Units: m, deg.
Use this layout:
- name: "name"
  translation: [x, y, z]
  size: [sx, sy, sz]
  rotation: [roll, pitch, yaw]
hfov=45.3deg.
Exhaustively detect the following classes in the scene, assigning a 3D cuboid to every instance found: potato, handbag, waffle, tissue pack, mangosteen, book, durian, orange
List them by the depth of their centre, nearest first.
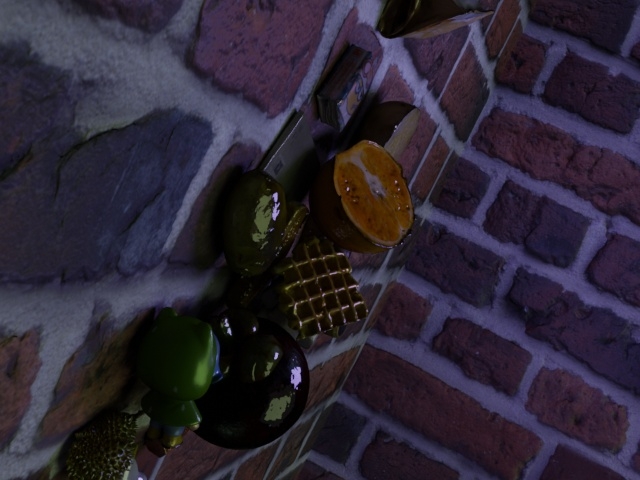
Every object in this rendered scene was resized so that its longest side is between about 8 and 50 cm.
- name: "durian"
  translation: [-0.382, 0.386, 1.427]
  size: [0.208, 0.102, 0.147]
  rotation: [-46, 152, -57]
- name: "potato"
  translation: [-0.129, -0.032, 1.502]
  size: [0.149, 0.113, 0.251]
  rotation: [-34, 152, -43]
- name: "mangosteen"
  translation: [-0.167, 0.279, 1.623]
  size: [0.300, 0.300, 0.300]
  rotation: [-55, 163, -25]
- name: "book"
  translation: [-0.074, -0.137, 1.672]
  size: [0.215, 0.025, 0.283]
  rotation: [-56, 164, -15]
- name: "waffle"
  translation: [-0.014, 0.093, 1.682]
  size: [0.229, 0.219, 0.057]
  rotation: [-11, 169, -44]
- name: "tissue pack"
  translation: [0.057, -0.334, 1.685]
  size: [0.155, 0.065, 0.115]
  rotation: [-57, 165, -18]
- name: "orange"
  translation: [0.100, -0.096, 1.781]
  size: [0.310, 0.274, 0.274]
  rotation: [-110, -134, -79]
- name: "potato"
  translation: [0.157, -0.268, 2.038]
  size: [0.239, 0.116, 0.299]
  rotation: [-59, 168, -1]
- name: "handbag"
  translation: [0.000, 0.000, 2.068]
  size: [0.151, 0.072, 0.193]
  rotation: [-34, 147, -61]

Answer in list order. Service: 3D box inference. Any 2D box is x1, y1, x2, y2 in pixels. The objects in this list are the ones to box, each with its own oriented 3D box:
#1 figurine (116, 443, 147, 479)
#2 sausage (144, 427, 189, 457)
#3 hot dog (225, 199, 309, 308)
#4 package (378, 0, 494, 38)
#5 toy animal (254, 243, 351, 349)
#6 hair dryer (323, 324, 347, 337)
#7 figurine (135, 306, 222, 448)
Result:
- name: "figurine"
  translation: [-0.411, 0.500, 1.560]
  size: [0.178, 0.109, 0.130]
  rotation: [-59, 143, -24]
- name: "sausage"
  translation: [-0.321, 0.412, 1.735]
  size: [0.169, 0.065, 0.065]
  rotation: [-45, 158, -49]
- name: "hot dog"
  translation: [-0.124, 0.033, 1.694]
  size: [0.289, 0.068, 0.083]
  rotation: [-56, 153, 12]
- name: "package"
  translation: [0.271, -0.591, 1.856]
  size: [0.311, 0.221, 0.165]
  rotation: [-28, 104, -61]
- name: "toy animal"
  translation: [-0.053, 0.155, 1.877]
  size: [0.303, 0.194, 0.344]
  rotation: [-52, -176, -41]
- name: "hair dryer"
  translation: [0.004, 0.179, 2.309]
  size: [0.090, 0.134, 0.279]
  rotation: [-53, 152, -34]
- name: "figurine"
  translation: [-0.269, 0.259, 1.432]
  size: [0.143, 0.162, 0.263]
  rotation: [-11, 119, -59]
